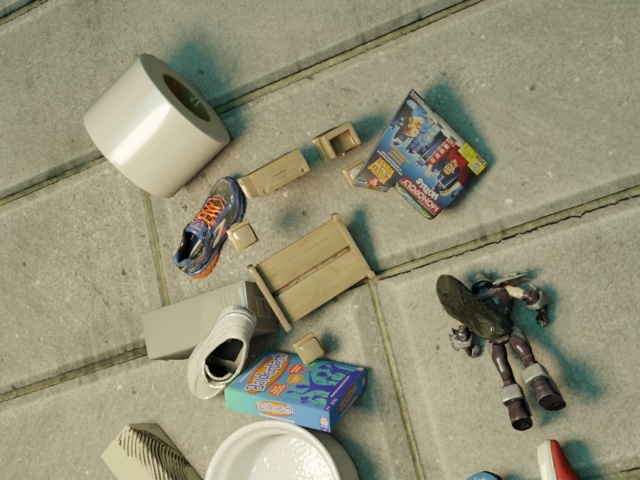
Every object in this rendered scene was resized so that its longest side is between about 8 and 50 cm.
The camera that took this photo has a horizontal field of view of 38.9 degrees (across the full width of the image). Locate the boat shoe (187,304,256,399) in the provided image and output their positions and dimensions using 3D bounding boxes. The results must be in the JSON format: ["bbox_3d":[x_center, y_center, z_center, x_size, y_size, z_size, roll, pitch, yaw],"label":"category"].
[{"bbox_3d":[-0.191,0.226,1.663,0.095,0.084,0.258,17,131,-8],"label":"boat shoe"}]

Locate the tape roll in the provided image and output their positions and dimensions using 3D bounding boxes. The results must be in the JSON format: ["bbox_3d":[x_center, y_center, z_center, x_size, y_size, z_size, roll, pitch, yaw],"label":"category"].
[{"bbox_3d":[-0.323,-0.228,1.805,0.169,0.246,0.246,-41,68,14],"label":"tape roll"}]

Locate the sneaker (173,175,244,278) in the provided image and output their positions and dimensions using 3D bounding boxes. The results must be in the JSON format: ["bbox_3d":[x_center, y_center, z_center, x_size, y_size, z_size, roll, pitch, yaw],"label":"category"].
[{"bbox_3d":[-0.225,-0.026,1.815,0.083,0.087,0.221,24,93,25],"label":"sneaker"}]

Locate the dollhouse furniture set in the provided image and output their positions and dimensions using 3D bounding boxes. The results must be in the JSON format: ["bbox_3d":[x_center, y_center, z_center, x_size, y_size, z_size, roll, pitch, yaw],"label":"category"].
[{"bbox_3d":[0.000,0.000,1.729,0.303,0.174,0.355,-31,98,-8],"label":"dollhouse furniture set"}]

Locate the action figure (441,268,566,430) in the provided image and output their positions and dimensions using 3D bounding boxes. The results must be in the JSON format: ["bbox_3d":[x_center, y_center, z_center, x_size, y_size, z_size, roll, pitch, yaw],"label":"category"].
[{"bbox_3d":[0.313,0.169,1.537,0.185,0.099,0.285,-32,55,24],"label":"action figure"}]

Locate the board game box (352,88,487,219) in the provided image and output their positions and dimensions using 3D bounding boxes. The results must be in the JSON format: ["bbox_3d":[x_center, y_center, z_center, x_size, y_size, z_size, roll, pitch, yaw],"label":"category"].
[{"bbox_3d":[0.162,-0.135,1.629,0.194,0.060,0.194,-44,89,-7],"label":"board game box"}]

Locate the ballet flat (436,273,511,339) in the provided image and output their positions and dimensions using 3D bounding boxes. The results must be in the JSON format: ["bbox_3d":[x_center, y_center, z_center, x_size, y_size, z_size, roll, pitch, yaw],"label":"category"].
[{"bbox_3d":[0.252,0.114,1.528,0.173,0.049,0.057,47,125,45],"label":"ballet flat"}]

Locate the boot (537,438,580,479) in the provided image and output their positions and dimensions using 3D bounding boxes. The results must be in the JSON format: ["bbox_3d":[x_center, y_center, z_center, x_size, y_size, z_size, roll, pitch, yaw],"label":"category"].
[{"bbox_3d":[0.457,0.417,1.440,0.176,0.088,0.244,-23,81,19],"label":"boot"}]

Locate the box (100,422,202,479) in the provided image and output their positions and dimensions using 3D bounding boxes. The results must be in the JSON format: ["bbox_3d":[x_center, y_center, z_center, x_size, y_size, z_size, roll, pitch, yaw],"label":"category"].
[{"bbox_3d":[-0.296,0.483,1.757,0.275,0.113,0.094,44,99,22],"label":"box"}]

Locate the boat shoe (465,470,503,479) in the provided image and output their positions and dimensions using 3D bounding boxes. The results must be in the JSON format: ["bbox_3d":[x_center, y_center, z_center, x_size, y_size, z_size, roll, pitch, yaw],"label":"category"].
[{"bbox_3d":[0.244,0.504,1.524,0.109,0.089,0.258,31,101,38],"label":"boat shoe"}]

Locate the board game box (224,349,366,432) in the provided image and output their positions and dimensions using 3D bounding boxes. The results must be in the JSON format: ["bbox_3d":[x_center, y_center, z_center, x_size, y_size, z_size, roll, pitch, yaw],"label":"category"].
[{"bbox_3d":[-0.044,0.269,1.647,0.210,0.160,0.047,6,114,25],"label":"board game box"}]

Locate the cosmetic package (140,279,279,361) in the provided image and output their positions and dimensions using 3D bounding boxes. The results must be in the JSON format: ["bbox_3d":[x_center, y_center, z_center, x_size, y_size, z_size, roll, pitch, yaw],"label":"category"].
[{"bbox_3d":[-0.215,0.160,1.762,0.238,0.127,0.107,-15,77,20],"label":"cosmetic package"}]

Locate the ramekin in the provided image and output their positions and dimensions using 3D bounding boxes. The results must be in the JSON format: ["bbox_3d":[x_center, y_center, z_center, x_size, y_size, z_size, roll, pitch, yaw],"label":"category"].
[{"bbox_3d":[-0.060,0.463,1.638,0.277,0.135,0.277,-4,80,25],"label":"ramekin"}]
